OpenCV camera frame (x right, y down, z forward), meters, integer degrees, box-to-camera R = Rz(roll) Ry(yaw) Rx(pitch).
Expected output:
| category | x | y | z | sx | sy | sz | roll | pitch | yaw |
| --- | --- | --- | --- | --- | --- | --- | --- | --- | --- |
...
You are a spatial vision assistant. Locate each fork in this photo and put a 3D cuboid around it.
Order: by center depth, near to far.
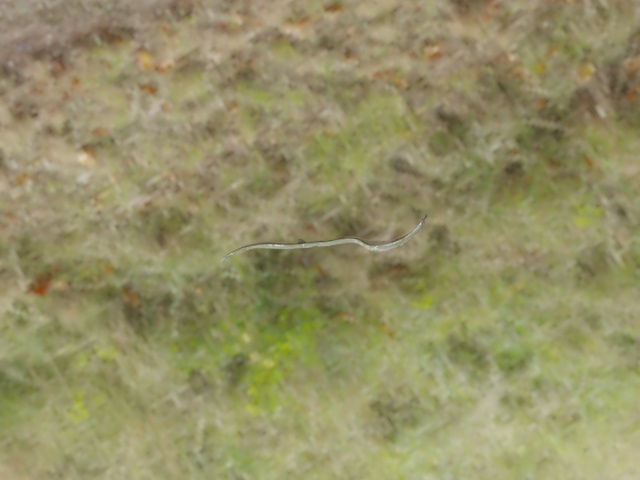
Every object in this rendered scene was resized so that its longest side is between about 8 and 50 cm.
| category | x | y | z | sx | sy | sz | roll | pitch | yaw |
| --- | --- | --- | --- | --- | --- | --- | --- | --- | --- |
| fork | 0.001 | 0.006 | 1.371 | 0.219 | 0.028 | 0.034 | -9 | -166 | 15 |
